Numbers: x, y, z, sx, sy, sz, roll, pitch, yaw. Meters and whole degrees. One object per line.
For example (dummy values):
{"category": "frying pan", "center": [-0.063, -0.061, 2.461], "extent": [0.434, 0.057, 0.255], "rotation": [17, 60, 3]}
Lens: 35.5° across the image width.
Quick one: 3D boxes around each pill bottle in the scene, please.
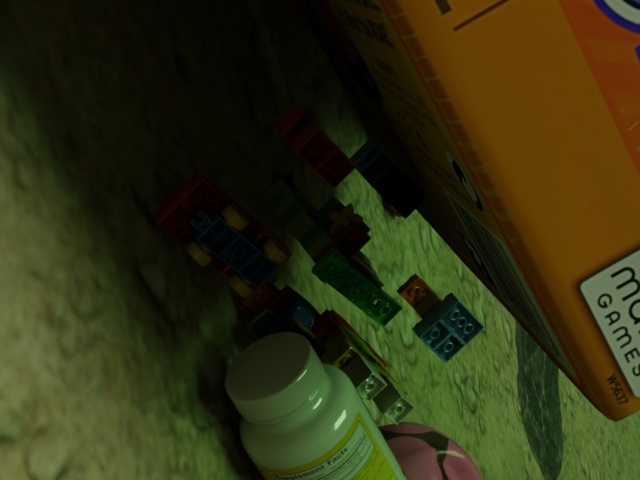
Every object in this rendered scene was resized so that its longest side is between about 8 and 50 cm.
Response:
{"category": "pill bottle", "center": [-0.002, 0.104, 0.516], "extent": [0.065, 0.065, 0.116], "rotation": [-74, 144, -50]}

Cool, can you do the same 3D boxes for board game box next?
{"category": "board game box", "center": [0.148, -0.212, 0.474], "extent": [0.356, 0.356, 0.356], "rotation": [59, 2, -19]}

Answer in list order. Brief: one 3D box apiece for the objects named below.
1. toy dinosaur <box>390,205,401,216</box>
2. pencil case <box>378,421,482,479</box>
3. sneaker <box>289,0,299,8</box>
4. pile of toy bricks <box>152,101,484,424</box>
{"category": "toy dinosaur", "center": [0.062, -0.128, 0.804], "extent": [0.112, 0.064, 0.212], "rotation": [-36, 110, -65]}
{"category": "pencil case", "center": [0.049, 0.207, 0.550], "extent": [0.098, 0.095, 0.209], "rotation": [30, 43, -19]}
{"category": "sneaker", "center": [0.031, -0.187, 0.716], "extent": [0.118, 0.107, 0.279], "rotation": [-41, 108, -22]}
{"category": "pile of toy bricks", "center": [0.000, 0.000, 0.561], "extent": [0.212, 0.118, 0.105], "rotation": [43, 6, -39]}
